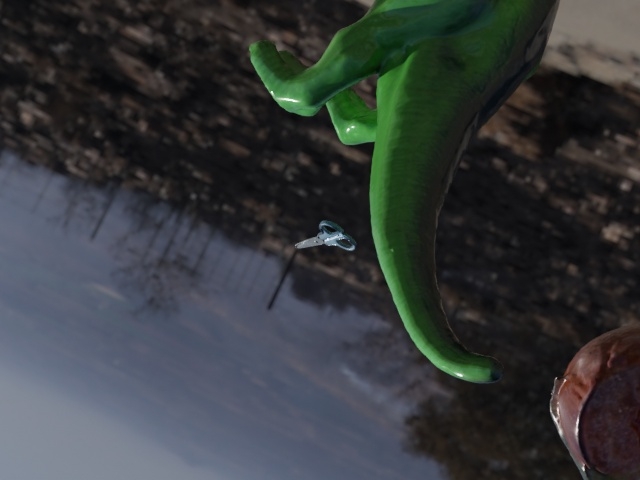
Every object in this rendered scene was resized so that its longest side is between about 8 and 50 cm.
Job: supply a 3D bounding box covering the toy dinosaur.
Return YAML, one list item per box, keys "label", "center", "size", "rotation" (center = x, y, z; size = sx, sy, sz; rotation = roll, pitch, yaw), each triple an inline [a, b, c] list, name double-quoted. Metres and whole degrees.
- label: "toy dinosaur"
  center: [0.155, -0.146, 0.939]
  size: [0.144, 0.374, 0.500]
  rotation: [47, -171, -40]

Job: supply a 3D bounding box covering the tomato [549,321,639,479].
- label: "tomato"
  center: [0.386, 0.177, 1.482]
  size: [0.309, 0.309, 0.170]
  rotation: [31, -166, -27]

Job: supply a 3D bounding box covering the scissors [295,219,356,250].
- label: "scissors"
  center: [0.000, 0.000, 1.132]
  size: [0.036, 0.006, 0.083]
  rotation: [39, 156, -18]
